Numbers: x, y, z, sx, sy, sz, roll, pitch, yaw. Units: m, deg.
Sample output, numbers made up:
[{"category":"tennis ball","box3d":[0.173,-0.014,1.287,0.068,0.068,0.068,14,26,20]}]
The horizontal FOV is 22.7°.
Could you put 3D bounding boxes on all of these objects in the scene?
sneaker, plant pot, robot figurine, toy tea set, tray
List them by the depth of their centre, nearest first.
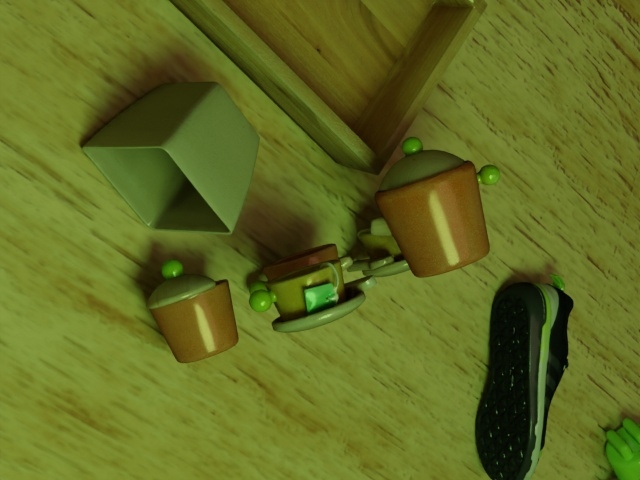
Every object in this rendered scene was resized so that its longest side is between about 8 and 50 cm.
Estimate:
[{"category":"plant pot","box3d":[-0.117,-0.078,1.374,0.109,0.109,0.096,53,55,-35]},{"category":"tray","box3d":[-0.034,-0.259,1.408,0.411,0.076,0.203,42,75,-37]},{"category":"toy tea set","box3d":[0.000,0.000,1.444,0.336,0.200,0.124,-22,96,-31]},{"category":"sneaker","box3d":[0.237,0.154,1.727,0.097,0.084,0.235,-1,102,-40]},{"category":"robot figurine","box3d":[0.379,0.263,1.880,0.101,0.067,0.115,-36,124,-6]}]
